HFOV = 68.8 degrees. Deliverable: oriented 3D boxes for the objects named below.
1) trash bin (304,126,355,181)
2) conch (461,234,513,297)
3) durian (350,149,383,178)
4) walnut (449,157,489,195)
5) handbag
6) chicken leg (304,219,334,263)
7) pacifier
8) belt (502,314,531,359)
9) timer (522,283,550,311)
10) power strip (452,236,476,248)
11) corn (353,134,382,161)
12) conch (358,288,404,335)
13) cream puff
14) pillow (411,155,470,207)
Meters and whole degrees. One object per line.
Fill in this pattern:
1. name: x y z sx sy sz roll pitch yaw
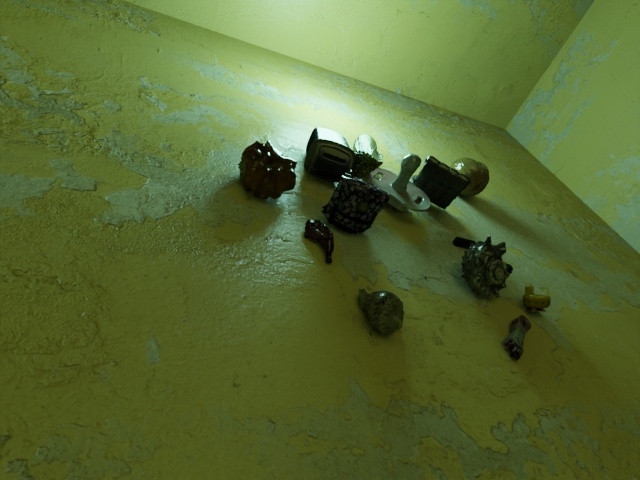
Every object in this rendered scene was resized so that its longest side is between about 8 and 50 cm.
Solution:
1. trash bin: 0.035 -0.385 2.104 0.210 0.182 0.290 16 30 -14
2. conch: 0.681 0.116 1.894 0.313 0.186 0.240 6 63 -58
3. durian: 0.171 -0.348 2.112 0.119 0.187 0.108 -41 112 -24
4. walnut: 0.810 -0.352 2.578 0.228 0.228 0.228 19 34 -13
5. handbag: 0.131 -0.132 1.807 0.229 0.207 0.127 19 19 -23
6. chicken leg: 0.005 -0.004 1.683 0.093 0.053 0.205 -26 50 -24
7. pacifier: 0.363 -0.252 2.123 0.332 0.273 0.220 33 71 10
8. belt: 0.718 0.347 1.708 0.071 0.053 0.232 42 35 8
9. timer: 0.888 0.236 1.924 0.107 0.109 0.107 3 -2 0
10. power strip: 0.655 0.014 2.124 0.111 0.038 0.029 12 37 -20
11. corn: 0.230 -0.429 2.340 0.123 0.122 0.305 35 29 -25
12. conch: 0.196 0.223 1.492 0.207 0.130 0.155 32 -8 48
13. cream puff: -0.213 -0.272 1.806 0.241 0.154 0.269 -23 64 -43
14. pillow: 0.552 -0.269 2.221 0.228 0.101 0.326 30 -11 4
